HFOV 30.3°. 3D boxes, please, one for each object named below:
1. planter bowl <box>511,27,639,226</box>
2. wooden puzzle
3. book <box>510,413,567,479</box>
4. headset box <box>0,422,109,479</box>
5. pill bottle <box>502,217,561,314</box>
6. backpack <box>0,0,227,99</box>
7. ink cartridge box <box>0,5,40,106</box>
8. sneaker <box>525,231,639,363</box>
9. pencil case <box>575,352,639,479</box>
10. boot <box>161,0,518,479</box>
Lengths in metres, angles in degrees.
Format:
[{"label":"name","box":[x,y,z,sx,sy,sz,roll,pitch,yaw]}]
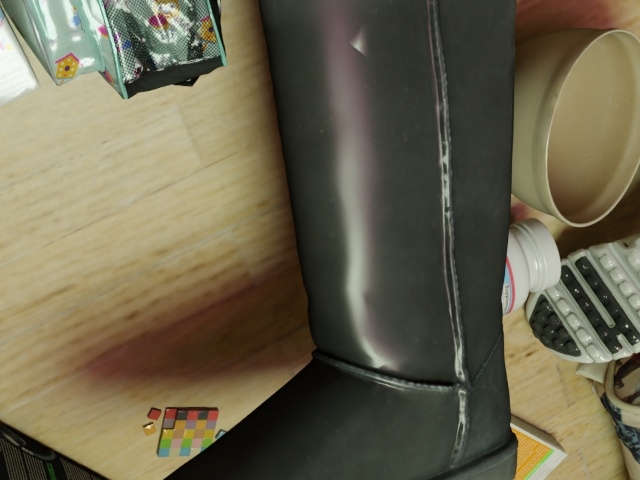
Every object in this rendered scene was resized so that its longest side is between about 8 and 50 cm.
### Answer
[{"label":"planter bowl","box":[0.190,-0.103,0.985,0.162,0.109,0.162,-21,120,-41]},{"label":"wooden puzzle","box":[-0.121,0.174,1.068,0.083,0.006,0.049,3,113,-25]},{"label":"book","box":[0.168,0.218,1.200,0.144,0.035,0.096,30,104,-32]},{"label":"headset box","box":[-0.247,0.327,1.016,0.283,0.131,0.246,37,96,-33]},{"label":"pill bottle","box":[0.129,0.033,1.056,0.160,0.087,0.087,-18,121,-15]},{"label":"backpack","box":[-0.148,-0.203,0.769,0.144,0.166,0.188,-14,125,-19]},{"label":"ink cartridge box","box":[-0.263,-0.146,0.819,0.088,0.052,0.122,-27,121,-8]},{"label":"sneaker","box":[0.321,0.023,1.083,0.292,0.110,0.118,-34,169,35]},{"label":"pencil case","box":[0.397,0.269,1.249,0.160,0.183,0.410,-45,131,-36]},{"label":"boot","box":[0.001,0.000,0.849,0.367,0.146,0.445,-15,111,-42]}]
